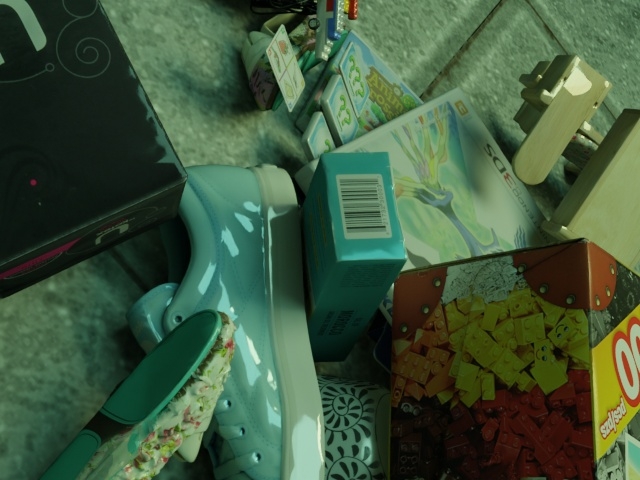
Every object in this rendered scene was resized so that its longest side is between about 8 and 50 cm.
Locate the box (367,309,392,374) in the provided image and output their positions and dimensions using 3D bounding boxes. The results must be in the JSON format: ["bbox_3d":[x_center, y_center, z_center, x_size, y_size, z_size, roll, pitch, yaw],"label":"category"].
[{"bbox_3d":[0.134,0.089,1.117,0.136,0.036,0.225,45,49,-16],"label":"box"}]

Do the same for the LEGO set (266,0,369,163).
[{"bbox_3d":[0.011,-0.199,1.046,0.182,0.060,0.244,-66,146,-40],"label":"LEGO set"}]

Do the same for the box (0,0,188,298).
[{"bbox_3d":[-0.234,-0.116,0.758,0.165,0.143,0.270,-27,87,-15],"label":"box"}]

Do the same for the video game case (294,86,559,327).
[{"bbox_3d":[0.152,-0.004,1.114,0.329,0.036,0.300,-32,89,-48],"label":"video game case"}]

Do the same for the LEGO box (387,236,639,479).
[{"bbox_3d":[0.276,0.256,0.944,0.500,0.193,0.373,25,60,-47],"label":"LEGO box"}]

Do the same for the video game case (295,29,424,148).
[{"bbox_3d":[0.078,-0.129,1.213,0.212,0.023,0.193,43,43,-18],"label":"video game case"}]

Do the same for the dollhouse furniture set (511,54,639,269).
[{"bbox_3d":[0.300,-0.089,1.305,0.303,0.355,0.174,34,90,-18],"label":"dollhouse furniture set"}]

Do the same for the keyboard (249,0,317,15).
[{"bbox_3d":[-0.060,-0.277,1.123,0.192,0.038,0.100,5,28,-26],"label":"keyboard"}]

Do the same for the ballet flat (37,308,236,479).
[{"bbox_3d":[-0.139,0.158,0.746,0.241,0.091,0.077,-48,123,-17],"label":"ballet flat"}]

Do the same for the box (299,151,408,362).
[{"bbox_3d":[0.012,0.024,0.892,0.060,0.244,0.101,-2,64,-13],"label":"box"}]

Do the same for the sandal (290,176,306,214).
[{"bbox_3d":[0.000,0.000,1.054,0.179,0.040,0.067,42,47,-40],"label":"sandal"}]

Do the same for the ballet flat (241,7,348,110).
[{"bbox_3d":[-0.040,-0.211,1.118,0.079,0.077,0.221,35,38,1],"label":"ballet flat"}]

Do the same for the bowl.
[{"bbox_3d":[0.055,0.195,0.913,0.170,0.080,0.170,49,31,-44],"label":"bowl"}]

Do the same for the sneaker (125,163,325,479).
[{"bbox_3d":[-0.092,0.105,0.850,0.150,0.135,0.366,2,63,-20],"label":"sneaker"}]
